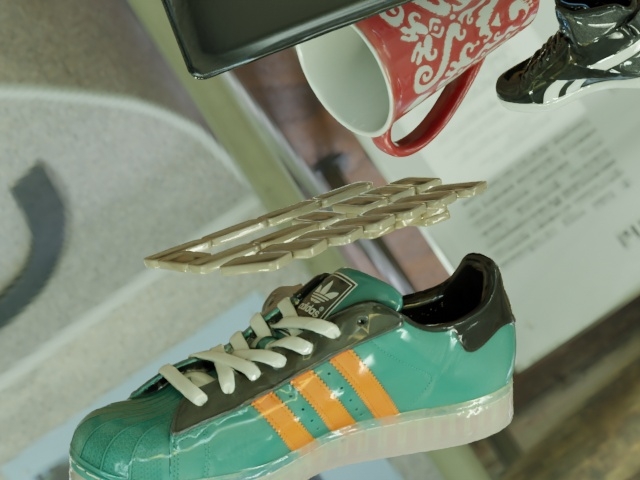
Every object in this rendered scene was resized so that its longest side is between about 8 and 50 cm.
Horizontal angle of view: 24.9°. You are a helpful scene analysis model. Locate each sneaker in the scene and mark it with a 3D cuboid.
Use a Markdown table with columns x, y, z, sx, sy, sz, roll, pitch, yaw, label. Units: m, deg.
| x | y | z | sx | sy | sz | roll | pitch | yaw | label |
| --- | --- | --- | --- | --- | --- | --- | --- | --- | --- |
| -0.013 | 0.077 | 0.896 | 0.302 | 0.108 | 0.121 | -11 | 111 | -27 | sneaker |
| 0.244 | -0.203 | 1.449 | 0.217 | 0.079 | 0.121 | -10 | 133 | 44 | sneaker |

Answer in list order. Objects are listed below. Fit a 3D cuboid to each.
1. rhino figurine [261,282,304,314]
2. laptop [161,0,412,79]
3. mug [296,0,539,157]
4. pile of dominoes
| x | y | z | sx | sy | sz | roll | pitch | yaw | label |
| --- | --- | --- | --- | --- | --- | --- | --- | --- | --- |
| -0.036 | 0.121 | 1.616 | 0.073 | 0.243 | 0.106 | 23 | 105 | -10 | rhino figurine |
| 0.025 | -0.345 | 1.040 | 0.382 | 0.408 | 0.236 | -21 | 116 | -2 | laptop |
| 0.077 | -0.160 | 1.144 | 0.169 | 0.113 | 0.150 | -34 | 160 | -24 | mug |
| 0.000 | 0.000 | 1.243 | 0.251 | 0.040 | 0.196 | -21 | -167 | -27 | pile of dominoes |
